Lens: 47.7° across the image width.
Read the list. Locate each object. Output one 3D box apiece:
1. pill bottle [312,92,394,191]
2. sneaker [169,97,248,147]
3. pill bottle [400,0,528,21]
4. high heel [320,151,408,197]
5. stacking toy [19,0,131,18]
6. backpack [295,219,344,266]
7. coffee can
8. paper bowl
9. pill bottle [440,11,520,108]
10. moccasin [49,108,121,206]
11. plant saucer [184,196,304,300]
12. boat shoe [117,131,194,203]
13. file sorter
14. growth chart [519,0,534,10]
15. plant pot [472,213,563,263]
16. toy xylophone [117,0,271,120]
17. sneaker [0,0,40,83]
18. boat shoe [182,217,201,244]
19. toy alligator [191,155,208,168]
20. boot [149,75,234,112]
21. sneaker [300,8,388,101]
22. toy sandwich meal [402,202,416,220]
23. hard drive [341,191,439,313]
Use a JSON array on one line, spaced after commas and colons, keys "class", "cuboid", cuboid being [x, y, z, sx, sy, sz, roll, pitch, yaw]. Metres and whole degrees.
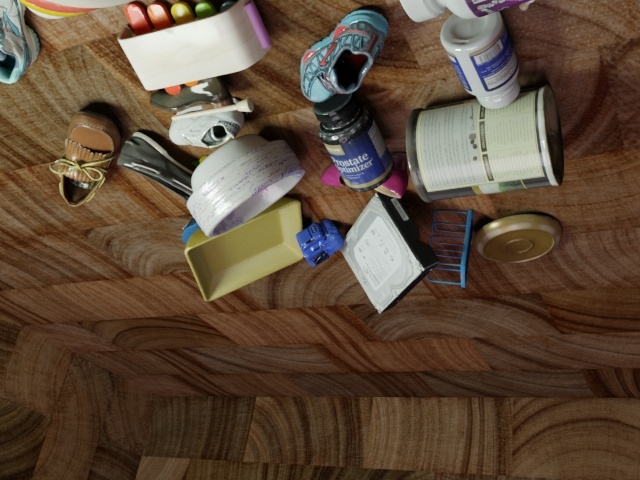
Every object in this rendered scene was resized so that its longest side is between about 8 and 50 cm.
[{"class": "pill bottle", "cuboid": [0.070, -0.222, 1.582, 0.123, 0.123, 0.219, -7, 135, 29]}, {"class": "sneaker", "cuboid": [-0.274, -0.257, 1.679, 0.235, 0.095, 0.090, -13, 146, 39]}, {"class": "pill bottle", "cuboid": [0.265, -0.428, 1.066, 0.301, 0.169, 0.169, -10, 146, 31]}, {"class": "high heel", "cuboid": [0.101, -0.137, 1.750, 0.244, 0.117, 0.082, -6, 148, 27]}, {"class": "stacking toy", "cuboid": [-0.434, -0.482, 1.175, 0.350, 0.350, 0.480, 24, 165, -24]}, {"class": "backpack", "cuboid": [0.000, 0.000, 2.034, 0.120, 0.098, 0.101, -30, 142, 6]}, {"class": "coffee can", "cuboid": [0.338, -0.193, 1.479, 0.275, 0.201, 0.201, -6, 148, 27]}, {"class": "paper bowl", "cuboid": [-0.189, -0.142, 1.715, 0.148, 0.284, 0.284, 54, 146, 5]}, {"class": "pill bottle", "cuboid": [0.302, -0.332, 1.332, 0.112, 0.112, 0.186, -6, 148, 28]}, {"class": "moccasin", "cuboid": [-0.601, -0.200, 1.832, 0.139, 0.147, 0.380, 22, 150, -21]}, {"class": "plant saucer", "cuboid": [-0.213, 0.010, 2.039, 0.333, 0.081, 0.333, -24, 152, -11]}, {"class": "boat shoe", "cuboid": [-0.365, -0.142, 1.851, 0.335, 0.095, 0.112, 37, 163, -20]}, {"class": "file sorter", "cuboid": [0.340, 0.017, 1.904, 0.104, 0.170, 0.118, 7, 152, 15]}, {"class": "growth chart", "cuboid": [0.304, -0.476, 1.162, 0.237, 0.021, 0.172, 24, 148, -24]}, {"class": "plant pot", "cuboid": [0.524, 0.005, 1.922, 0.236, 0.032, 0.236, -1, 151, -1]}, {"class": "toy xylophone", "cuboid": [-0.252, -0.361, 1.439, 0.323, 0.081, 0.236, 1, 132, 19]}, {"class": "sneaker", "cuboid": [-0.649, -0.430, 1.452, 0.110, 0.122, 0.283, 6, 152, 6]}, {"class": "boat shoe", "cuboid": [-0.309, -0.054, 2.059, 0.109, 0.089, 0.258, 36, 140, -16]}, {"class": "toy alligator", "cuboid": [-0.247, -0.182, 1.851, 0.190, 0.051, 0.056, 2, 151, 15]}, {"class": "boot", "cuboid": [-0.293, -0.342, 1.580, 0.219, 0.082, 0.106, 5, 128, 26]}, {"class": "sneaker", "cuboid": [0.028, -0.333, 1.404, 0.104, 0.125, 0.262, 22, 150, -19]}, {"class": "toy sandwich meal", "cuboid": [0.215, -0.072, 1.924, 0.085, 0.029, 0.085, 8, 152, 4]}, {"class": "hard drive", "cuboid": [0.172, 0.036, 1.938, 0.064, 0.237, 0.339, -24, 165, -24]}]
